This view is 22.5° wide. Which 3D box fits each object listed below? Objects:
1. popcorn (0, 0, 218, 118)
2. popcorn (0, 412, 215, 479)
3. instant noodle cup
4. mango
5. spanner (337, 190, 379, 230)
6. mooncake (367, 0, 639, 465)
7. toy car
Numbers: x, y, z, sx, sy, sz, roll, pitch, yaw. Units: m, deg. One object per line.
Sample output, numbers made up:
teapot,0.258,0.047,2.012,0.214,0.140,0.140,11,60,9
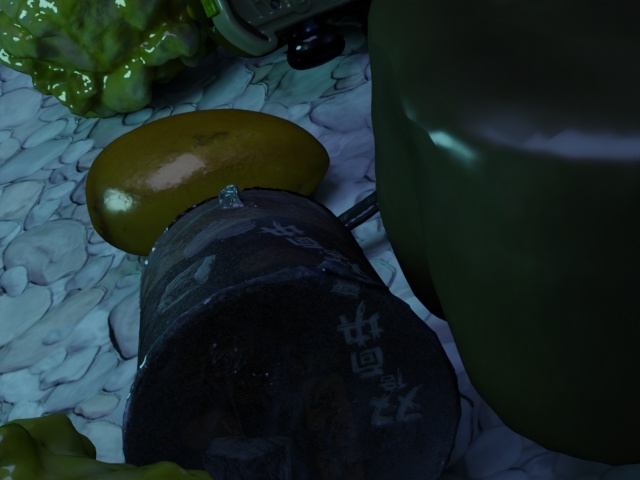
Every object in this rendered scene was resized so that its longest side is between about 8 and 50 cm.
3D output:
popcorn,-0.228,-0.237,1.683,0.212,0.259,0.259,-45,26,22
popcorn,-0.119,0.234,0.911,0.250,0.241,0.235,9,45,18
instant noodle cup,-0.032,0.078,1.090,0.217,0.217,0.207,-27,25,2
mango,-0.099,-0.053,1.414,0.219,0.112,0.145,-11,34,7
spanner,0.000,0.000,1.306,0.254,0.015,0.054,-35,33,8
mooncake,0.261,-0.074,0.978,0.467,0.262,0.467,-9,34,6
toy car,-0.025,-0.277,1.611,0.248,0.204,0.198,-25,7,-19
